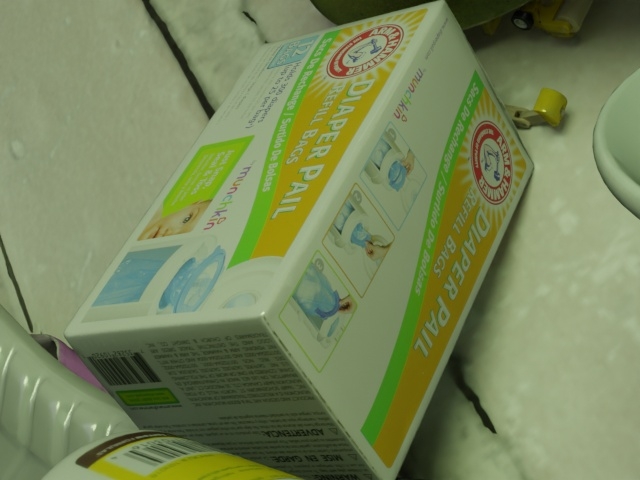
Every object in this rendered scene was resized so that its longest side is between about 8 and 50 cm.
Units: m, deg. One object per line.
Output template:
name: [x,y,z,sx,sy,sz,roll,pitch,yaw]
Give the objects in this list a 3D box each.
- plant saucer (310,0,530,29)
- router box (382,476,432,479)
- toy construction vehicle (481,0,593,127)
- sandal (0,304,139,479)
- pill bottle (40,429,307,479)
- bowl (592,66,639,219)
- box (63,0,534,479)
plant saucer: [0.078,-0.215,0.737,0.241,0.037,0.241,-20,50,26]
router box: [0.096,0.246,0.473,0.243,0.081,0.309,-3,67,41]
toy construction vehicle: [0.090,-0.095,0.694,0.098,0.035,0.086,7,64,42]
sandal: [-0.149,0.123,0.743,0.416,0.102,0.169,28,103,32]
pill bottle: [-0.013,0.143,0.481,0.215,0.117,0.117,10,75,46]
bowl: [0.237,0.005,0.402,0.298,0.134,0.298,-13,20,5]
box: [0.000,0.000,0.618,0.114,0.103,0.203,-8,39,37]
